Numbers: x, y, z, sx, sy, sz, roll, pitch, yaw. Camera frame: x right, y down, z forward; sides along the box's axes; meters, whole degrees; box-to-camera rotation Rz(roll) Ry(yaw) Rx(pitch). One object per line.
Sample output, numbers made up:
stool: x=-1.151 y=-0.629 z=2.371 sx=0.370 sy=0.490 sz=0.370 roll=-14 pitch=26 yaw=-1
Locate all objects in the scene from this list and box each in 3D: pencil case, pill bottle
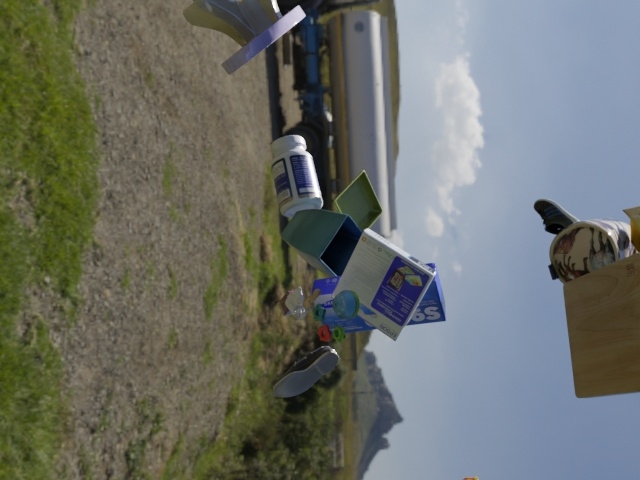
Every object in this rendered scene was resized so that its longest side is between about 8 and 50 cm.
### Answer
pencil case: x=0.710 y=0.035 z=1.536 sx=0.410 sy=0.160 sz=0.183 roll=-7 pitch=104 yaw=-56
pill bottle: x=-0.091 y=-0.226 z=2.118 sx=0.153 sy=0.153 sz=0.264 roll=88 pitch=-10 yaw=-74

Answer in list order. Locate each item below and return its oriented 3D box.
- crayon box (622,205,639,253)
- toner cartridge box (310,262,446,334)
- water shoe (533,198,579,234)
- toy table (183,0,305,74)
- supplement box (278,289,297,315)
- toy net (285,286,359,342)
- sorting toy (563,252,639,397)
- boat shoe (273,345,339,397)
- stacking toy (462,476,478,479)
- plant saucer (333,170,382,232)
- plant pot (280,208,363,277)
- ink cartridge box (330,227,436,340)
crayon box: x=0.876 y=0.011 z=1.410 sx=0.318 sy=0.202 sz=0.081 roll=-87 pitch=161 yaw=-56
toner cartridge box: x=0.164 y=0.167 z=1.677 sx=0.075 sy=0.348 sz=0.165 roll=-79 pitch=154 yaw=-50
water shoe: x=0.746 y=-0.070 z=1.932 sx=0.203 sy=0.080 sz=0.073 roll=47 pitch=-20 yaw=51
toy table: x=-0.151 y=-0.469 z=1.227 sx=0.161 sy=0.252 sz=0.274 roll=53 pitch=24 yaw=-17
supplement box: x=-0.102 y=0.211 z=2.026 sx=0.083 sy=0.043 sz=0.055 roll=-48 pitch=-123 yaw=45
toy net: x=-0.002 y=0.174 z=1.435 sx=0.232 sy=0.045 sz=0.122 roll=1 pitch=-94 yaw=51
sorting toy: x=0.622 y=0.185 z=1.226 sx=0.257 sy=0.089 sz=0.255 roll=124 pitch=-31 yaw=-68
boat shoe: x=-0.045 y=0.366 z=1.685 sx=0.075 sy=0.206 sz=0.065 roll=60 pitch=-5 yaw=-27
stacking toy: x=0.428 y=0.716 z=1.476 sx=0.221 sy=0.052 sz=0.167 roll=39 pitch=-38 yaw=54
plant saucer: x=0.124 y=-0.121 z=2.118 sx=0.188 sy=0.045 sz=0.188 roll=-47 pitch=123 yaw=-32
plant pot: x=0.000 y=0.000 z=1.929 sx=0.165 sy=0.234 sz=0.166 roll=-56 pitch=135 yaw=-14
ink cartridge box: x=0.153 y=0.110 z=1.490 sx=0.045 sy=0.206 sz=0.208 roll=-23 pitch=142 yaw=-60
